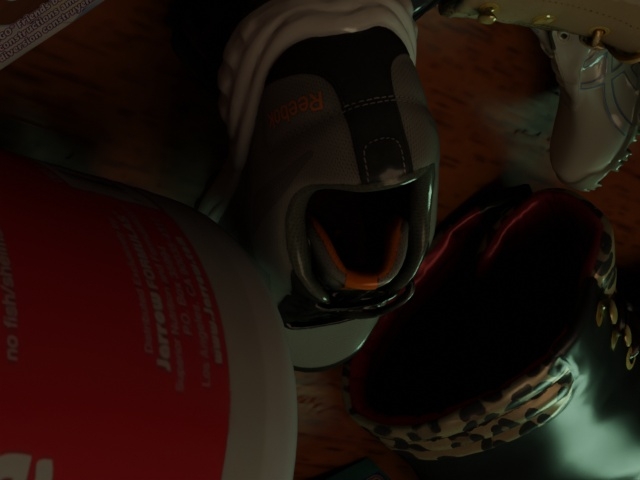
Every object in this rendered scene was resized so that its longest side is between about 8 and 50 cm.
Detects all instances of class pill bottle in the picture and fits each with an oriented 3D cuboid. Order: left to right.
[{"bbox_3d":[-0.219,0.055,0.594,0.408,0.229,0.229,15,117,-47],"label":"pill bottle"}]

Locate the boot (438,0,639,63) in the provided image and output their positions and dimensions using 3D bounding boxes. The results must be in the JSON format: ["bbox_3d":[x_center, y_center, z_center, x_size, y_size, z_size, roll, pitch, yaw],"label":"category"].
[{"bbox_3d":[0.155,-0.096,0.795,0.203,0.095,0.262,3,117,-10],"label":"boot"}]

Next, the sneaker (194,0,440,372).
[{"bbox_3d":[0.000,0.000,0.737,0.100,0.108,0.271,-13,151,-10],"label":"sneaker"}]

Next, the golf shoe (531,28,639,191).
[{"bbox_3d":[0.142,-0.108,0.882,0.086,0.069,0.176,2,122,-20],"label":"golf shoe"}]

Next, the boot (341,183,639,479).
[{"bbox_3d":[0.198,0.058,1.028,0.377,0.138,0.284,-36,142,4],"label":"boot"}]

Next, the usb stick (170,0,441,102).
[{"bbox_3d":[0.053,-0.148,0.696,0.278,0.045,0.077,-35,116,24],"label":"usb stick"}]

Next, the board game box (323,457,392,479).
[{"bbox_3d":[-0.046,0.248,1.058,0.210,0.047,0.160,-22,139,-33],"label":"board game box"}]

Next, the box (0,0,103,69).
[{"bbox_3d":[-0.071,-0.205,0.596,0.293,0.057,0.201,-35,144,-6],"label":"box"}]
